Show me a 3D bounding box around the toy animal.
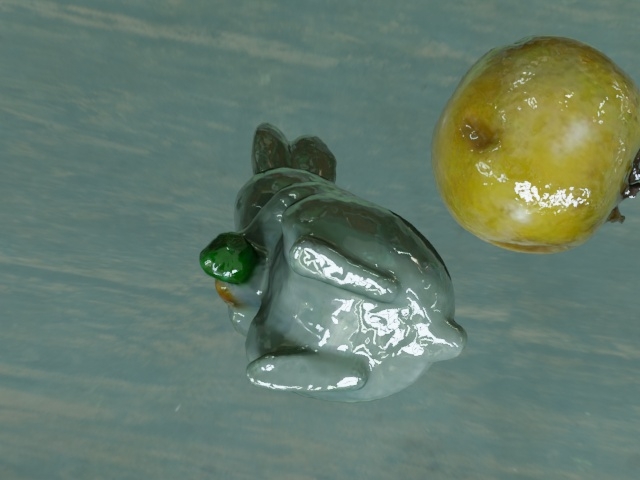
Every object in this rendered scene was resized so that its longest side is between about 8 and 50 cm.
[{"bbox_3d":[-0.002,0.010,0.671,0.138,0.236,0.108,16,103,-11],"label":"toy animal"}]

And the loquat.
[{"bbox_3d":[0.203,-0.078,1.076,0.213,0.213,0.213,0,89,-2],"label":"loquat"}]
